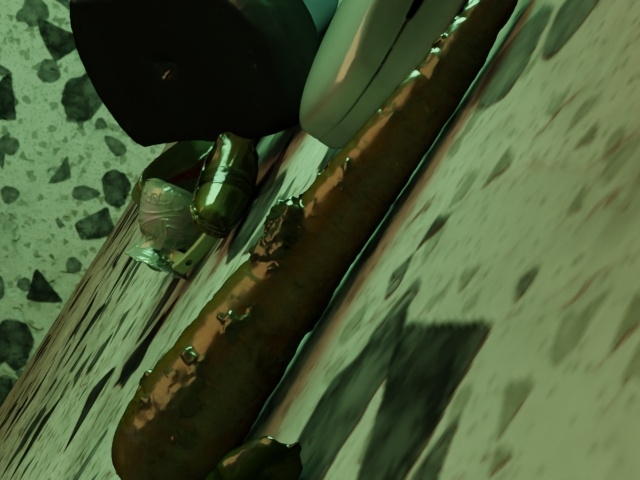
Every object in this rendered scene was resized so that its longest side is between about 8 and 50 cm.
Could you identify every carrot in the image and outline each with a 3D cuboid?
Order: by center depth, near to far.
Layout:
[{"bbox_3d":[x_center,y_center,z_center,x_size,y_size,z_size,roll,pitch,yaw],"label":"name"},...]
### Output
[{"bbox_3d":[0.000,0.000,0.552,0.254,0.049,0.049,-53,10,2],"label":"carrot"}]

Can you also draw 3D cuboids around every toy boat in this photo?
[{"bbox_3d":[-0.096,-0.076,1.169,0.089,0.071,0.185,-52,12,39],"label":"toy boat"}]

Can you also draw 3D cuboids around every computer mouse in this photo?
[{"bbox_3d":[-0.078,-0.142,1.031,0.086,0.138,0.269,-36,22,-31],"label":"computer mouse"}]

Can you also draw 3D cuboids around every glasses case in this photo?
[{"bbox_3d":[0.047,-0.127,0.670,0.193,0.049,0.074,-62,10,-19],"label":"glasses case"}]

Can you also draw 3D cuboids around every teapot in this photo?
[{"bbox_3d":[-0.105,-0.005,1.051,0.083,0.064,0.064,25,90,49],"label":"teapot"}]

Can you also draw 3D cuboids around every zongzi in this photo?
[{"bbox_3d":[-0.071,-0.023,0.991,0.083,0.040,0.076,115,174,-57],"label":"zongzi"}]

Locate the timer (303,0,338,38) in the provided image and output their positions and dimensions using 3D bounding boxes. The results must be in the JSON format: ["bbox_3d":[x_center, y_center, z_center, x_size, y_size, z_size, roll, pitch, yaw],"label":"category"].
[{"bbox_3d":[-0.046,-0.236,1.127,0.175,0.175,0.255,-64,5,-31],"label":"timer"}]

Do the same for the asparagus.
[{"bbox_3d":[-0.037,0.095,0.472,0.108,0.025,0.021,-49,32,29],"label":"asparagus"}]
